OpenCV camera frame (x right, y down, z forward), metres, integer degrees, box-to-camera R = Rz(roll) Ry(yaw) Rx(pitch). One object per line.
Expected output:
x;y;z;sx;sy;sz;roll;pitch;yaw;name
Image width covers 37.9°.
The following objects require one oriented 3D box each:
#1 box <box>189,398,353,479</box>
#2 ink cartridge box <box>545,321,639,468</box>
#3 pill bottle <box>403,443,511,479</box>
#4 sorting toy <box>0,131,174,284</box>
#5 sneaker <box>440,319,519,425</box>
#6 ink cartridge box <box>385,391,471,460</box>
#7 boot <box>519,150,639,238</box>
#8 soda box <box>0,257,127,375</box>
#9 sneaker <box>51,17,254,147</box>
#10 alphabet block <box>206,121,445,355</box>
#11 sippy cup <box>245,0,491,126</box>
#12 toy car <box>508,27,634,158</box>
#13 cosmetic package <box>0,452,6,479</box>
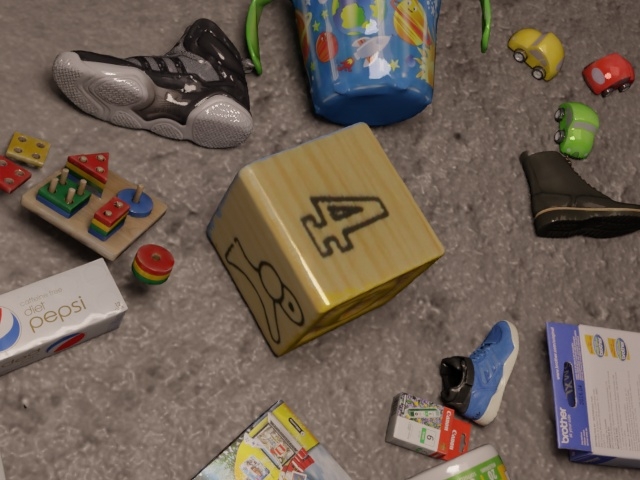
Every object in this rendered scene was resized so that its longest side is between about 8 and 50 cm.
-0.030;0.325;1.082;0.159;0.044;0.233;-39;84;-31;box
0.445;0.223;1.305;0.311;0.065;0.185;10;63;-19;ink cartridge box
0.194;0.377;1.091;0.136;0.136;0.245;-17;74;-27;pill bottle
-0.274;-0.060;1.129;0.275;0.046;0.132;31;35;4;sorting toy
0.208;0.161;1.242;0.085;0.058;0.152;30;66;-16;sneaker
0.145;0.243;1.197;0.115;0.029;0.062;21;60;-11;ink cartridge box
0.408;-0.079;1.427;0.198;0.077;0.137;2;61;-22;boot
-0.335;0.097;1.055;0.216;0.069;0.074;-22;75;-29;soda box
-0.213;-0.226;1.238;0.269;0.101;0.153;16;61;-21;sneaker
0.000;0.000;1.161;0.193;0.192;0.197;-24;78;-27;alphabet block
0.067;-0.287;1.312;0.240;0.306;0.224;10;72;-48;sippy cup
0.421;-0.238;1.513;0.239;0.053;0.224;13;62;-15;toy car
-0.388;0.349;0.807;0.230;0.161;0.453;-22;72;13;cosmetic package
